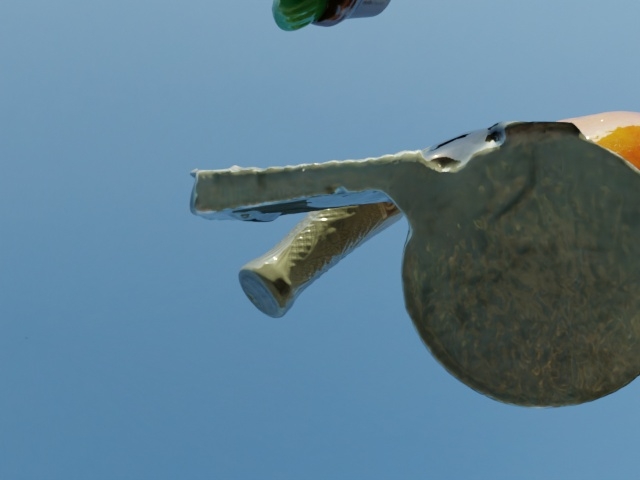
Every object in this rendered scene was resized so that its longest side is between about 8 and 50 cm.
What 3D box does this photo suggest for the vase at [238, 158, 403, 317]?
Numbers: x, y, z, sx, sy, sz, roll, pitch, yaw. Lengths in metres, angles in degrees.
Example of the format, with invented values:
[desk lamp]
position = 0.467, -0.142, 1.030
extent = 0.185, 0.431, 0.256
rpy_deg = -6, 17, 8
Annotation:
[vase]
position = 0.000, 0.000, 1.056
extent = 0.219, 0.096, 0.096
rpy_deg = -42, -82, -28

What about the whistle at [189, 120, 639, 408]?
[whistle]
position = 0.102, -0.015, 0.664
extent = 0.405, 0.168, 0.188
rpy_deg = 28, -83, 14

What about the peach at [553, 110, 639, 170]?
[peach]
position = 0.308, 0.005, 0.988
extent = 0.308, 0.289, 0.289
rpy_deg = -28, -86, -47

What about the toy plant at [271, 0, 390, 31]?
[toy plant]
position = -0.006, -0.312, 1.017
extent = 0.200, 0.105, 0.143
rpy_deg = 3, -60, -36
